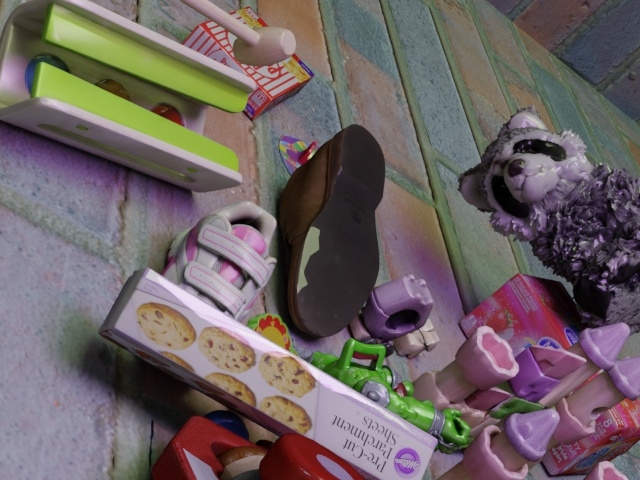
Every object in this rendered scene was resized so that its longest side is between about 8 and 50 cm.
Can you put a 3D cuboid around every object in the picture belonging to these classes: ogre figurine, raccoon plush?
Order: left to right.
[{"bbox_3d":[0.054,0.158,1.185,0.118,0.097,0.197,29,14,-32],"label":"ogre figurine"},{"bbox_3d":[0.372,0.011,1.652,0.299,0.216,0.446,40,-12,37],"label":"raccoon plush"}]

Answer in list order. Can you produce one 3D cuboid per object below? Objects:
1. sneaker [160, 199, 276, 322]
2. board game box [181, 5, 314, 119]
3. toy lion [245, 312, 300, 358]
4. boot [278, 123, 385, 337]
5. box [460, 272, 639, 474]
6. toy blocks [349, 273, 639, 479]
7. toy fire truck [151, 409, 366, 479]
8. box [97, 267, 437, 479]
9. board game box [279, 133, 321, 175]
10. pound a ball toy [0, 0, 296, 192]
[{"bbox_3d":[-0.108,0.036,1.147,0.103,0.111,0.252,37,30,-18],"label":"sneaker"},{"bbox_3d":[-0.101,-0.259,1.657,0.147,0.045,0.193,46,26,-1],"label":"board game box"},{"bbox_3d":[-0.047,0.123,1.147,0.100,0.034,0.096,31,56,-53],"label":"toy lion"},{"bbox_3d":[0.000,0.000,1.399,0.112,0.115,0.305,41,43,-29],"label":"boot"},{"bbox_3d":[0.323,0.182,1.573,0.128,0.122,0.257,11,42,-50],"label":"box"},{"bbox_3d":[0.243,0.156,1.337,0.288,0.260,0.309,22,35,-40],"label":"toy blocks"},{"bbox_3d":[-0.017,0.245,0.973,0.302,0.169,0.254,33,4,-25],"label":"toy fire truck"},{"bbox_3d":[-0.044,0.133,1.041,0.324,0.063,0.067,33,70,-16],"label":"box"},{"bbox_3d":[0.016,-0.101,1.622,0.168,0.033,0.133,15,40,-48],"label":"board game box"},{"bbox_3d":[-0.191,-0.183,1.274,0.319,0.135,0.208,19,72,-43],"label":"pound a ball toy"}]
